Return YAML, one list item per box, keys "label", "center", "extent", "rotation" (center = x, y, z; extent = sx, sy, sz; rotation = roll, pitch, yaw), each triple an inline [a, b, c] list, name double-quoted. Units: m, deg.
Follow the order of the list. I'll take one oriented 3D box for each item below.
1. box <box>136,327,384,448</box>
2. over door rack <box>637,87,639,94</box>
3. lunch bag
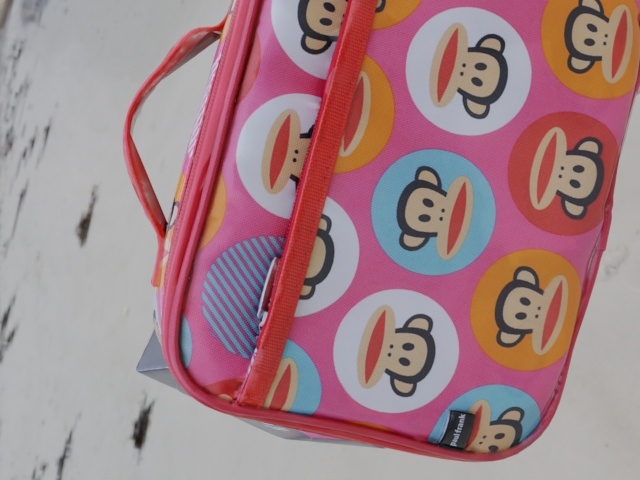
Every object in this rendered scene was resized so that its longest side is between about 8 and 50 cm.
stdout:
- label: "box"
  center: [0.000, 0.000, 0.633]
  extent: [0.165, 0.143, 0.270]
  rotation: [-20, 44, 62]
- label: "over door rack"
  center: [0.309, -0.306, 1.020]
  extent: [0.108, 0.239, 0.324]
  rotation: [-41, 7, 21]
- label: "lunch bag"
  center: [0.024, -0.043, 0.469]
  extent: [0.120, 0.258, 0.293]
  rotation: [-169, 93, -78]
